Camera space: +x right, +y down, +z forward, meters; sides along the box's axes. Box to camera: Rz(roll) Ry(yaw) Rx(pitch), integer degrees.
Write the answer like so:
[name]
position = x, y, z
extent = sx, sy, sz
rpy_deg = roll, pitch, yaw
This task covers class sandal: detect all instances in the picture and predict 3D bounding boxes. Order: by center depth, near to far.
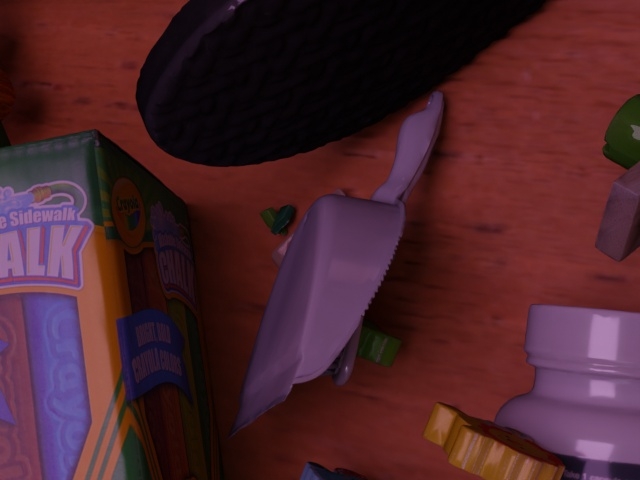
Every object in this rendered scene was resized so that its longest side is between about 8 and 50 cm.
[sandal]
position = 0.085, -0.199, 0.524
extent = 0.446, 0.167, 0.107
rpy_deg = -39, 61, 9

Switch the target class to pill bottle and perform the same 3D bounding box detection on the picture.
[pill bottle]
position = 0.131, 0.122, 0.484
extent = 0.108, 0.108, 0.180
rpy_deg = 4, 87, 28

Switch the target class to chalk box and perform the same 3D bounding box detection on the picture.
[chalk box]
position = -0.167, 0.050, 0.584
extent = 0.179, 0.180, 0.288
rpy_deg = -10, 80, 7

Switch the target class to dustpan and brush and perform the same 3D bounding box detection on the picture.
[dustpan and brush]
position = 0.019, 0.003, 0.549
extent = 0.060, 0.147, 0.211
rpy_deg = 19, 68, -10

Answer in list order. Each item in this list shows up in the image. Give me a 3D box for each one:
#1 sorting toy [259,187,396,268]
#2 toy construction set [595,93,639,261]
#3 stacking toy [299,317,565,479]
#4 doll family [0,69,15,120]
[sorting toy]
position = 0.000, 0.000, 0.619
extent = 0.062, 0.012, 0.083
rpy_deg = -46, 66, 13
[toy construction set]
position = 0.245, -0.066, 0.404
extent = 0.309, 0.257, 0.237
rpy_deg = -48, 51, -7
[stacking toy]
position = 0.025, 0.140, 0.514
extent = 0.166, 0.052, 0.221
rpy_deg = -68, 18, 4
[doll family]
position = -0.294, -0.061, 0.691
extent = 0.118, 0.163, 0.263
rpy_deg = 51, 122, 47
